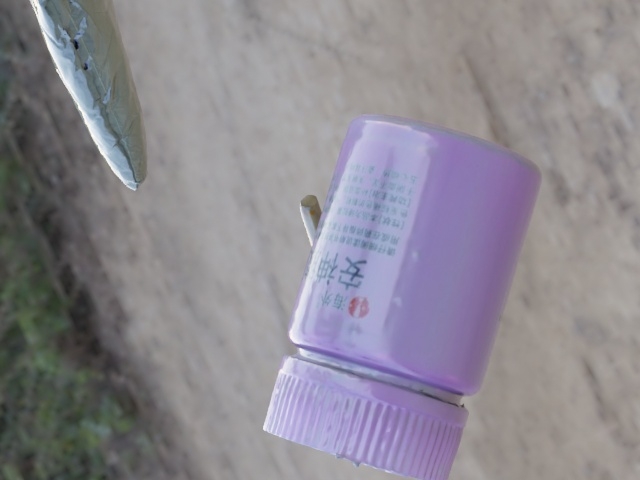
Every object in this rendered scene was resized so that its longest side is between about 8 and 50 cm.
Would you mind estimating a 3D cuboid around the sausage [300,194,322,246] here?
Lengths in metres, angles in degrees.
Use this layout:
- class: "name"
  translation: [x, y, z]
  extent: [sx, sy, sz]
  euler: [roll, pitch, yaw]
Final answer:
- class: "sausage"
  translation: [0.000, 0.000, 2.099]
  extent: [0.024, 0.024, 0.132]
  euler: [45, 161, 40]

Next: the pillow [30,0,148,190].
- class: "pillow"
  translation: [-0.245, -0.226, 1.930]
  extent: [0.274, 0.076, 0.281]
  euler: [-114, 4, -55]

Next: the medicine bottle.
- class: "medicine bottle"
  translation: [0.070, 0.051, 1.632]
  extent: [0.178, 0.178, 0.291]
  euler: [11, 83, 64]
